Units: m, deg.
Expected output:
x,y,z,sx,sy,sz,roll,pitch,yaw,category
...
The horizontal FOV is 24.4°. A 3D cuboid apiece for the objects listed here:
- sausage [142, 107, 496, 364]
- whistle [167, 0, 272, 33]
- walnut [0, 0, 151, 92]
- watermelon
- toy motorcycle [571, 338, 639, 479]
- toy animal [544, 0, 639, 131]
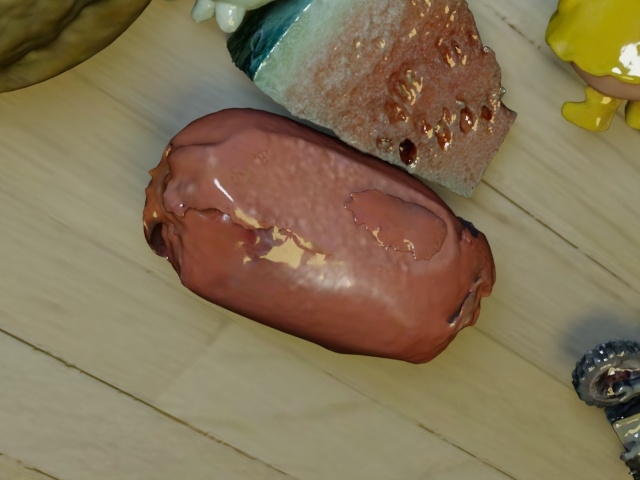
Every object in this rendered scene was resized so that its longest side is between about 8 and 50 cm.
x,y,z,sx,sy,sz,roll,pitch,yaw,category
0.000,0.000,1.090,0.279,0.152,0.152,22,118,-26,sausage
-0.003,-0.226,0.953,0.253,0.106,0.102,-32,104,16,whistle
-0.199,-0.214,0.832,0.283,0.227,0.283,-3,116,-5,walnut
0.059,-0.116,1.074,0.154,0.094,0.241,-43,126,6,watermelon
0.314,0.150,1.324,0.129,0.094,0.229,-31,132,7,toy motorcycle
0.234,-0.178,1.030,0.156,0.156,0.230,-1,130,-14,toy animal
